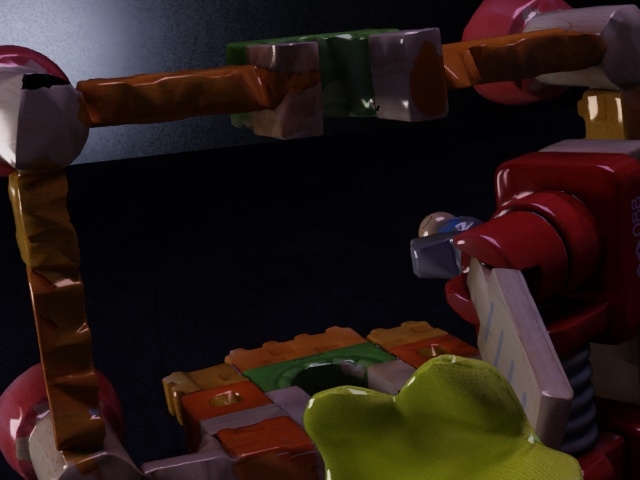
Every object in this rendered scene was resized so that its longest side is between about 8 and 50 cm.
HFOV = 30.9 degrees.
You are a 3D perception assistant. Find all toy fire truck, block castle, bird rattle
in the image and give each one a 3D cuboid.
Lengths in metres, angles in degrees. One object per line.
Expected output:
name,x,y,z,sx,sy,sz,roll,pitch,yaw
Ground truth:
toy fire truck,0.122,0.074,0.583,0.158,0.217,0.246,7,19,43
block castle,0.000,0.000,0.783,0.453,0.303,0.213,-10,12,-20
bird rattle,0.058,0.162,0.406,0.207,0.253,0.143,38,77,30
